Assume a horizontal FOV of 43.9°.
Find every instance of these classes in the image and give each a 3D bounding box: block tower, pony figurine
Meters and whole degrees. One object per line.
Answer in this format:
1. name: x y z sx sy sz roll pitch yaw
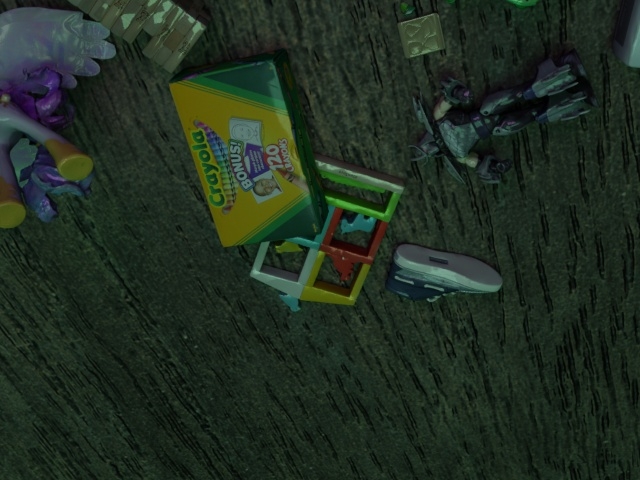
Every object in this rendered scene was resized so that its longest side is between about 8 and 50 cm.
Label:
1. block tower: -0.314 -0.373 1.088 0.336 0.091 0.097 36 115 -18
2. pony figurine: -0.446 -0.166 1.065 0.351 0.363 0.302 5 120 -43

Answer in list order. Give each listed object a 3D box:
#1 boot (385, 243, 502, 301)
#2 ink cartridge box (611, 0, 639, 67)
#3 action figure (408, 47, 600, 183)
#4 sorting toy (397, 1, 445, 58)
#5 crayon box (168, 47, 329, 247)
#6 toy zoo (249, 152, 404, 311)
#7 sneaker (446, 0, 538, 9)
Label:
1. boot: 0.209 0.069 1.363 0.190 0.069 0.086 17 127 1
2. ink cartridge box: 0.623 -0.379 1.061 0.385 0.091 0.308 4 121 1
3. action figure: 0.260 -0.184 1.186 0.285 0.099 0.185 -24 126 20
4. sorting toy: 0.144 -0.312 1.159 0.062 0.012 0.083 -11 124 13
5. crayon box: -0.103 -0.136 1.207 0.166 0.081 0.278 -8 116 16
6. toy zoo: 0.000 0.000 1.340 0.193 0.030 0.293 16 120 -8
7. sneaker: 0.295 -0.380 1.064 0.296 0.109 0.123 -1 127 17
